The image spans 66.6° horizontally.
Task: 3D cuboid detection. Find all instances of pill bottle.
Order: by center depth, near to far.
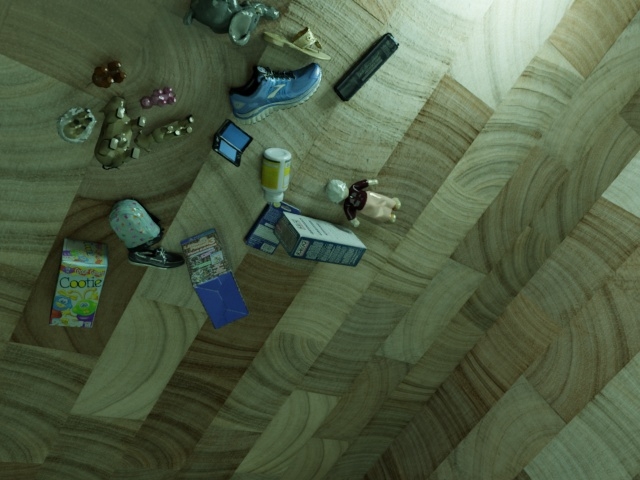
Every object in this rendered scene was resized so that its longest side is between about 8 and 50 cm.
[{"bbox_3d":[-0.166,-0.239,1.794,0.103,0.103,0.184,-4,123,-22],"label":"pill bottle"}]

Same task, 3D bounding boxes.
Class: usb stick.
[{"bbox_3d":[0.162,-0.612,1.730,0.278,0.045,0.077,-45,121,9],"label":"usb stick"}]

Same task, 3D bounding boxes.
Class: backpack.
[{"bbox_3d":[-0.647,-0.054,1.694,0.151,0.115,0.182,-26,126,-3],"label":"backpack"}]

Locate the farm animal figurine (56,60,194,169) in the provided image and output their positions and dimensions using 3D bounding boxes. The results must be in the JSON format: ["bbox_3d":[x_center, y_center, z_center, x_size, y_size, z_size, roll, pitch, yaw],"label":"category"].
[{"bbox_3d":[-0.586,-0.350,1.479,0.330,0.172,0.327,40,59,-38],"label":"farm animal figurine"}]

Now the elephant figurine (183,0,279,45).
[{"bbox_3d":[-0.256,-0.664,1.447,0.185,0.170,0.239,-18,151,24],"label":"elephant figurine"}]

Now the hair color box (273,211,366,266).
[{"bbox_3d":[0.000,0.000,1.960,0.347,0.174,0.105,11,117,-39],"label":"hair color box"}]

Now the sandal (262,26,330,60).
[{"bbox_3d":[-0.062,-0.652,1.573,0.239,0.088,0.079,8,124,-23],"label":"sandal"}]

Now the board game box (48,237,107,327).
[{"bbox_3d":[-0.854,0.153,1.720,0.141,0.144,0.276,11,116,-29],"label":"board game box"}]

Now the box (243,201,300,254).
[{"bbox_3d":[-0.192,-0.059,1.946,0.136,0.037,0.225,25,109,-35],"label":"box"}]

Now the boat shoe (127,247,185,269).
[{"bbox_3d":[-0.606,0.060,1.816,0.205,0.075,0.065,6,122,-22],"label":"boat shoe"}]

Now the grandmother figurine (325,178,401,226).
[{"bbox_3d":[0.167,-0.160,2.010,0.342,0.104,0.208,20,85,-30],"label":"grandmother figurine"}]

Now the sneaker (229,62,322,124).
[{"bbox_3d":[-0.149,-0.510,1.604,0.329,0.130,0.147,-27,131,-5],"label":"sneaker"}]

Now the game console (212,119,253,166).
[{"bbox_3d":[-0.303,-0.336,1.690,0.071,0.107,0.122,-28,135,32],"label":"game console"}]

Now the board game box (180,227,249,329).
[{"bbox_3d":[-0.396,0.139,1.823,0.141,0.291,0.232,-23,129,-10],"label":"board game box"}]
